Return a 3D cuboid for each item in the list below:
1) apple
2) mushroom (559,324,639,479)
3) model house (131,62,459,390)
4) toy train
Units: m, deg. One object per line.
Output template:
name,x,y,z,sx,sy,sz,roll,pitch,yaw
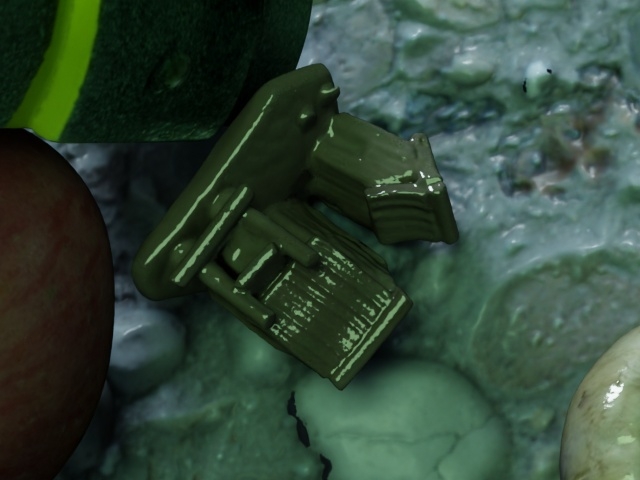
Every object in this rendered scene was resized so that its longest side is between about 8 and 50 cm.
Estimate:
apple,-0.305,0.059,1.037,0.345,0.269,0.345,3,111,8
mushroom,0.278,0.144,0.888,0.255,0.184,0.255,-4,53,5
model house,-0.002,0.000,1.063,0.188,0.122,0.229,35,81,22
toy train,-0.200,-0.178,1.029,0.272,0.442,0.179,31,111,29
